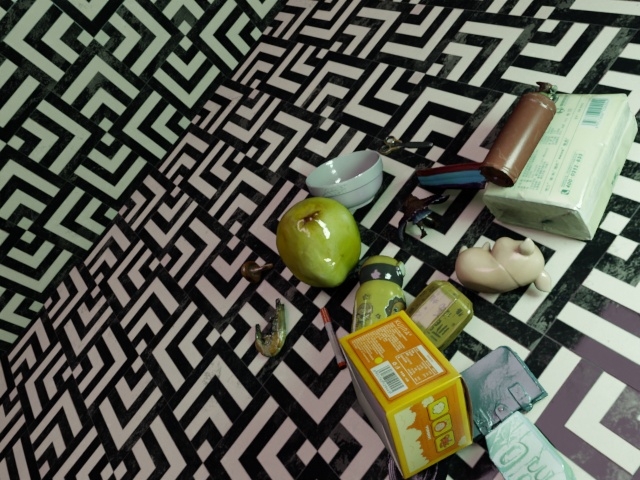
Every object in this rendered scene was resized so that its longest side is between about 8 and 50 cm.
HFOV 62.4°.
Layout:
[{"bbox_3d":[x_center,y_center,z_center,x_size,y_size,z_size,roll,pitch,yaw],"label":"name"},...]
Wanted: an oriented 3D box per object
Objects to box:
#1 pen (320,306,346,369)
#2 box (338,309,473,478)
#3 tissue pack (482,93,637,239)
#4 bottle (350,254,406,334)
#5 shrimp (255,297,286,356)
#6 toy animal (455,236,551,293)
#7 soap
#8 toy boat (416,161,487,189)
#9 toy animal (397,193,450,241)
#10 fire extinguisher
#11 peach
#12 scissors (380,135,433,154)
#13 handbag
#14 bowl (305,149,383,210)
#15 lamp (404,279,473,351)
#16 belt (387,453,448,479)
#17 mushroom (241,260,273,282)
[{"bbox_3d":[0.041,0.322,1.758,0.028,0.028,0.239,-34,47,15],"label":"pen"},{"bbox_3d":[0.214,0.375,1.336,0.214,0.259,0.283,-24,33,-9],"label":"box"},{"bbox_3d":[0.671,-0.219,1.499,0.297,0.207,0.380,18,75,44],"label":"tissue pack"},{"bbox_3d":[0.180,0.208,1.622,0.172,0.171,0.350,-13,55,31],"label":"bottle"},{"bbox_3d":[-0.184,0.318,1.924,0.150,0.051,0.217,-18,56,37],"label":"shrimp"},{"bbox_3d":[0.497,0.072,1.476,0.250,0.166,0.153,-17,44,42],"label":"toy animal"},{"bbox_3d":[0.491,0.536,1.222,0.145,0.091,0.230,-43,44,6],"label":"soap"},{"bbox_3d":[0.419,-0.200,1.663,0.392,0.136,0.079,-160,77,-74],"label":"toy boat"},{"bbox_3d":[0.322,-0.103,1.760,0.218,0.116,0.179,-45,45,14],"label":"toy animal"},{"bbox_3d":[0.548,-0.308,1.447,0.336,0.107,0.147,-57,16,-8],"label":"fire extinguisher"},{"bbox_3d":[-0.001,0.002,1.813,0.282,0.315,0.314,-41,36,-13],"label":"peach"},{"bbox_3d":[0.327,-0.361,1.999,0.220,0.017,0.088,8,64,41],"label":"scissors"},{"bbox_3d":[0.445,0.399,1.368,0.229,0.062,0.179,-38,46,12],"label":"handbag"},{"bbox_3d":[0.102,-0.205,1.938,0.287,0.143,0.287,-17,25,8],"label":"bowl"},{"bbox_3d":[0.332,0.215,1.508,0.185,0.161,0.161,-48,44,-2],"label":"lamp"},{"bbox_3d":[0.254,0.577,1.386,0.151,0.078,0.198,-6,59,38],"label":"belt"},{"bbox_3d":[-0.250,0.121,2.093,0.130,0.072,0.088,-11,70,-15],"label":"mushroom"}]
